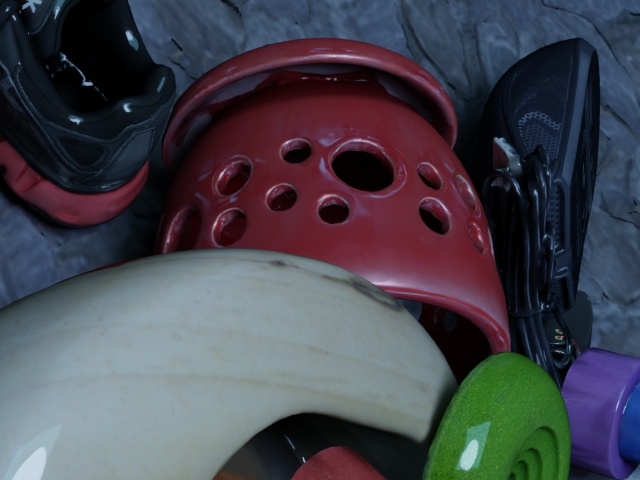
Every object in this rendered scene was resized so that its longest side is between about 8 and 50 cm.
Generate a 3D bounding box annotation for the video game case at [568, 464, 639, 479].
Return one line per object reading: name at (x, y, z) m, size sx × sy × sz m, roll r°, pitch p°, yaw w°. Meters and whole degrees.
video game case at (0.202, 0.163, 1.042) m, size 0.157 × 0.143 × 0.019 m, roll 25°, pitch 76°, yaw -22°

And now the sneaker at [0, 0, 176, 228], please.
sneaker at (-0.181, -0.134, 0.930) m, size 0.276 × 0.135 × 0.097 m, roll 45°, pitch 53°, yaw -6°

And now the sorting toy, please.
sorting toy at (0.110, 0.130, 0.781) m, size 0.365 × 0.126 × 0.127 m, roll -19°, pitch 117°, yaw -55°

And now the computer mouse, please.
computer mouse at (0.128, -0.035, 1.088) m, size 0.272 × 0.072 × 0.188 m, roll -69°, pitch 156°, yaw -52°

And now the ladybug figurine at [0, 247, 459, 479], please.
ladybug figurine at (-0.064, 0.151, 0.780) m, size 0.449 × 0.162 × 0.305 m, roll 30°, pitch 75°, yaw -59°

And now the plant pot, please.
plant pot at (0.000, 0.000, 0.960) m, size 0.191 × 0.191 × 0.174 m, roll 14°, pitch 53°, yaw -28°

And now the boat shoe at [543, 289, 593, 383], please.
boat shoe at (0.150, 0.080, 1.111) m, size 0.049 × 0.042 × 0.133 m, roll 38°, pitch 51°, yaw -10°
